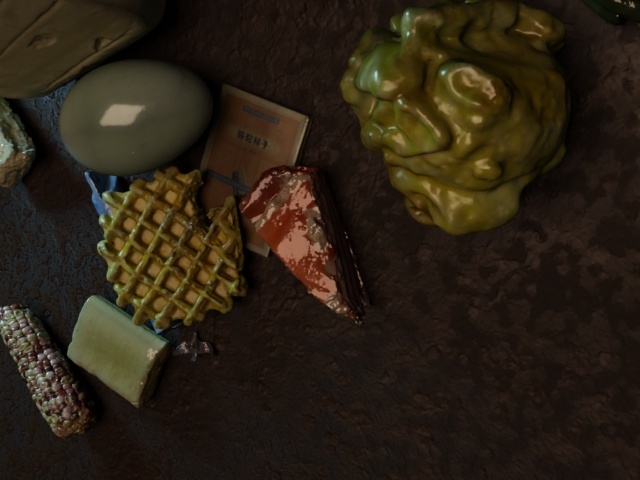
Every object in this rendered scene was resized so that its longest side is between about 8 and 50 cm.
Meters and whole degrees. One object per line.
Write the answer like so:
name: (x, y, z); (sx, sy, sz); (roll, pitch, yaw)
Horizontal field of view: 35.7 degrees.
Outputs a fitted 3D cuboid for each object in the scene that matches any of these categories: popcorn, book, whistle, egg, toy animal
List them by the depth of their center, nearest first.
popcorn: (0.173, -0.180, 1.281); (0.312, 0.312, 0.312); (4, 98, 26)
egg: (-0.295, -0.199, 1.587); (0.264, 0.183, 0.183); (-13, 91, 21)
book: (-0.119, -0.113, 1.603); (0.170, 0.018, 0.242); (24, 107, 22)
toy animal: (-0.216, 0.177, 1.683); (0.084, 0.028, 0.050); (3, 107, 25)
whistle: (-0.318, 0.014, 1.695); (0.062, 0.062, 0.304); (-30, 83, 26)

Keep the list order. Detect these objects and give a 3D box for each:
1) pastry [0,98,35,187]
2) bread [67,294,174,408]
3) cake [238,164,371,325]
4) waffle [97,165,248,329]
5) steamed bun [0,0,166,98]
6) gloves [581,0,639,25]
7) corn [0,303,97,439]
pastry: (-0.609, -0.214, 1.794); (0.258, 0.089, 0.121); (51, 118, 13)
bread: (-0.351, 0.191, 1.734); (0.178, 0.060, 0.140); (32, 108, 20)
cake: (-0.002, 0.000, 1.510); (0.135, 0.098, 0.287); (-39, 81, 12)
waffle: (-0.244, 0.012, 1.622); (0.250, 0.056, 0.261); (-10, 93, 13)
steamed bun: (-0.504, -0.404, 1.517); (0.371, 0.456, 0.290); (-25, 76, 28)
gloves: (0.362, -0.373, 1.288); (0.268, 0.107, 0.135); (44, 144, 13)
corn: (-0.497, 0.231, 1.801); (0.092, 0.092, 0.281); (-38, 78, 25)
